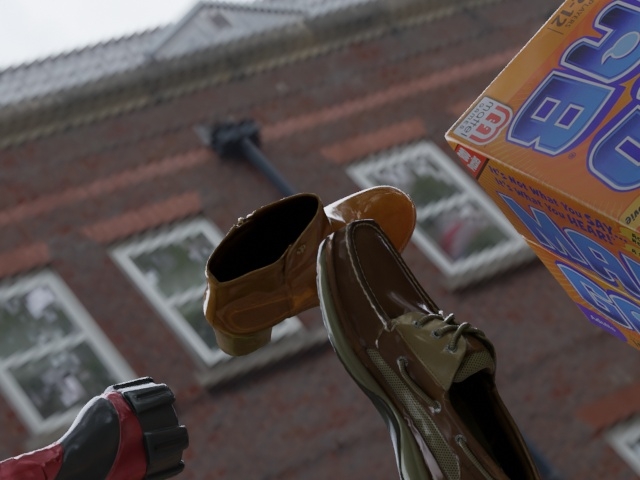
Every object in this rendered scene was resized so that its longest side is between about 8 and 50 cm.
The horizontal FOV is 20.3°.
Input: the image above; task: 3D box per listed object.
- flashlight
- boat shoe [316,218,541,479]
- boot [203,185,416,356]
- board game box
[{"bbox_3d":[-0.274,0.209,1.640,0.304,0.103,0.103,-13,-41,-30],"label":"flashlight"},{"bbox_3d":[0.111,0.123,1.655,0.120,0.324,0.122,-33,-12,35],"label":"boat shoe"},{"bbox_3d":[-0.001,0.000,1.896,0.295,0.104,0.211,-38,-18,-20],"label":"boot"},{"bbox_3d":[0.430,-0.077,1.861,0.356,0.356,0.356,-48,-53,-8],"label":"board game box"}]
